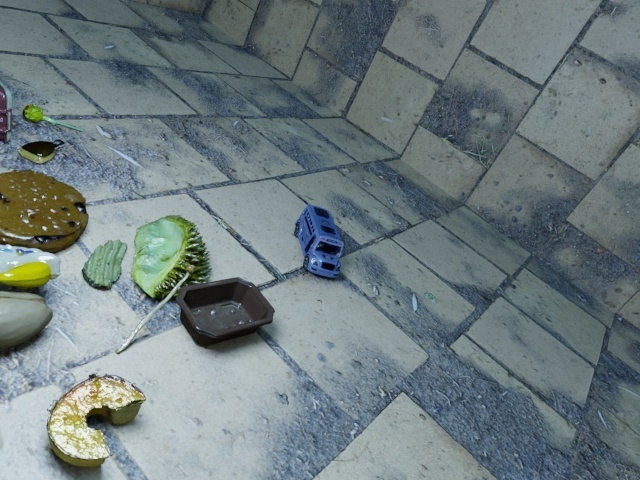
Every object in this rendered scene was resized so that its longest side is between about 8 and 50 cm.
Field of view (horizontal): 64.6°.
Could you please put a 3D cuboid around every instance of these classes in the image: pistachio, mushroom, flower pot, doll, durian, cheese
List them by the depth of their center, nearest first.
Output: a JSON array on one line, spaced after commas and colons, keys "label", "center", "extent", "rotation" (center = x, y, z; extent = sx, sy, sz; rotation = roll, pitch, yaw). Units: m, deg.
[{"label": "pistachio", "center": [-0.635, 0.153, 1.016], "extent": [0.124, 0.124, 0.185], "rotation": [40, 24, 19]}, {"label": "doll", "center": [-0.693, 0.056, 1.077], "extent": [0.252, 0.111, 0.237], "rotation": [7, 9, -30]}, {"label": "mushroom", "center": [-0.392, 0.162, 1.223], "extent": [0.026, 0.028, 0.286], "rotation": [6, 46, 35]}, {"label": "flower pot", "center": [-0.256, 0.194, 1.325], "extent": [0.251, 0.084, 0.179], "rotation": [-6, 43, -48]}, {"label": "durian", "center": [-0.423, 0.039, 1.448], "extent": [0.198, 0.163, 0.394], "rotation": [-23, 40, -7]}, {"label": "cheese", "center": [-0.873, -0.293, 1.610], "extent": [0.086, 0.036, 0.162], "rotation": [24, 29, -3]}]

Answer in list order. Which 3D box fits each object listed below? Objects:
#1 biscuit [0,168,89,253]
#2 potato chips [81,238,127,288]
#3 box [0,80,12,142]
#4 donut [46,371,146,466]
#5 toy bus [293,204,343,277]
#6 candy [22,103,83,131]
[{"label": "biscuit", "center": [-0.756, -0.074, 1.322], "extent": [0.296, 0.075, 0.296], "rotation": [26, 30, -16]}, {"label": "potato chips", "center": [-0.566, 0.054, 1.332], "extent": [0.092, 0.028, 0.207], "rotation": [19, 32, -20]}, {"label": "box", "center": [-1.068, -0.422, 1.503], "extent": [0.294, 0.193, 0.167], "rotation": [41, 39, 20]}, {"label": "donut", "center": [-0.432, 0.337, 0.955], "extent": [0.146, 0.078, 0.181], "rotation": [26, 35, -3]}, {"label": "toy bus", "center": [0.000, 0.000, 1.806], "extent": [0.126, 0.133, 0.292], "rotation": [15, 31, -24]}, {"label": "candy", "center": [-0.926, -0.415, 1.758], "extent": [0.194, 0.062, 0.058], "rotation": [17, -15, -37]}]
